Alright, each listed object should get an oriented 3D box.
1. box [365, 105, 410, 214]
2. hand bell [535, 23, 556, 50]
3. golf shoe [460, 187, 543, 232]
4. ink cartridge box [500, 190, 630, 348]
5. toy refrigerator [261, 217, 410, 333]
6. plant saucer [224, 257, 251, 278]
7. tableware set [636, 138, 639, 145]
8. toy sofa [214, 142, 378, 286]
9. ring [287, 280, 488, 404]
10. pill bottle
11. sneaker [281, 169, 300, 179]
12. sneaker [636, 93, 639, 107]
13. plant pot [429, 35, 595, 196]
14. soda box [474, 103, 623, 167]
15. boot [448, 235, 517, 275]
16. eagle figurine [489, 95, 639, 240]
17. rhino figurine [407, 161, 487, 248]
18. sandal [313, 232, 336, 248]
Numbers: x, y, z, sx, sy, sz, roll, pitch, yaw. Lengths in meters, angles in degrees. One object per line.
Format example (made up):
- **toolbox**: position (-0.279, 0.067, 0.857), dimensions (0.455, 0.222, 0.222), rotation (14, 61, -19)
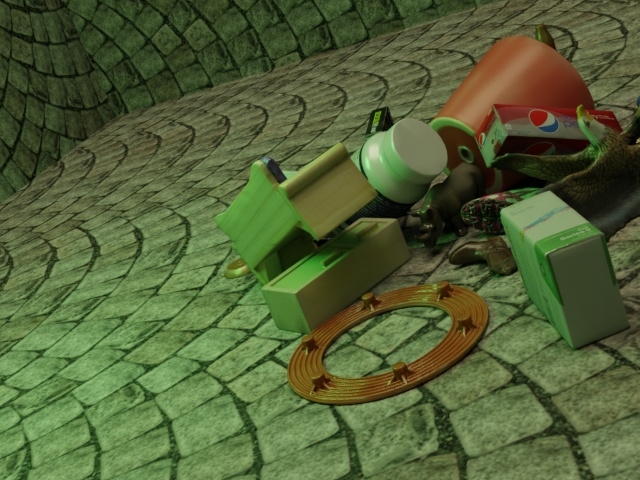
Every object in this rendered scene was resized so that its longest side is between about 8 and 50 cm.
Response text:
- **box**: position (0.147, -0.168, 2.160), dimensions (0.045, 0.190, 0.184), rotation (-16, 21, 12)
- **hand bell**: position (0.503, -0.346, 2.182), dimensions (0.126, 0.242, 0.126), rotation (-18, 20, 7)
- **golf shoe**: position (0.350, -0.057, 1.860), dimensions (0.186, 0.067, 0.086), rotation (-4, 19, 17)
- **ink cartridge box**: position (0.348, 0.036, 1.480), dimensions (0.093, 0.154, 0.212), rotation (-22, 20, -2)
- **toy refrigerator**: position (0.030, 0.055, 1.846), dimensions (0.269, 0.094, 0.102), rotation (-34, 23, -33)
- **plant saucer**: position (-0.168, 0.053, 2.166), dimensions (0.083, 0.015, 0.083), rotation (-19, 20, 7)
- **tableware set**: position (0.670, -0.216, 2.004), dimensions (0.141, 0.020, 0.169), rotation (0, 28, 41)
- **toy sofa**: position (-0.055, -0.058, 1.900), dimensions (0.150, 0.177, 0.362), rotation (-36, -4, -25)
- **ring**: position (0.101, 0.150, 1.622), dimensions (0.337, 0.032, 0.336), rotation (-19, 19, 7)
- **pill bottle**: position (0.119, -0.115, 1.969), dimensions (0.153, 0.153, 0.265), rotation (-39, -1, -40)
- **sneaker**: position (-0.083, -0.095, 2.351), dimensions (0.256, 0.094, 0.151), rotation (-12, 25, 27)
- **sneaker**: position (0.680, -0.268, 2.014), dimensions (0.152, 0.058, 0.085), rotation (11, 26, 43)
- **plant pot**: position (0.364, -0.231, 2.037), dimensions (0.243, 0.275, 0.275), rotation (-40, 25, -22)
- **soda box**: position (0.424, -0.186, 1.877), dimensions (0.263, 0.092, 0.083), rotation (1, 51, -22)
- **boot**: position (0.279, 0.035, 1.737), dimensions (0.106, 0.037, 0.114), rotation (-23, 24, 3)
- **eagle figurine**: position (0.466, -0.128, 1.736), dimensions (0.298, 0.225, 0.226), rotation (-37, -8, 8)
- **rhino figurine**: position (0.239, -0.063, 1.917), dimensions (0.073, 0.106, 0.243), rotation (-2, 27, 44)
- **sandal**: position (0.000, 0.000, 2.113), dimensions (0.179, 0.040, 0.067), rotation (3, 33, 20)
